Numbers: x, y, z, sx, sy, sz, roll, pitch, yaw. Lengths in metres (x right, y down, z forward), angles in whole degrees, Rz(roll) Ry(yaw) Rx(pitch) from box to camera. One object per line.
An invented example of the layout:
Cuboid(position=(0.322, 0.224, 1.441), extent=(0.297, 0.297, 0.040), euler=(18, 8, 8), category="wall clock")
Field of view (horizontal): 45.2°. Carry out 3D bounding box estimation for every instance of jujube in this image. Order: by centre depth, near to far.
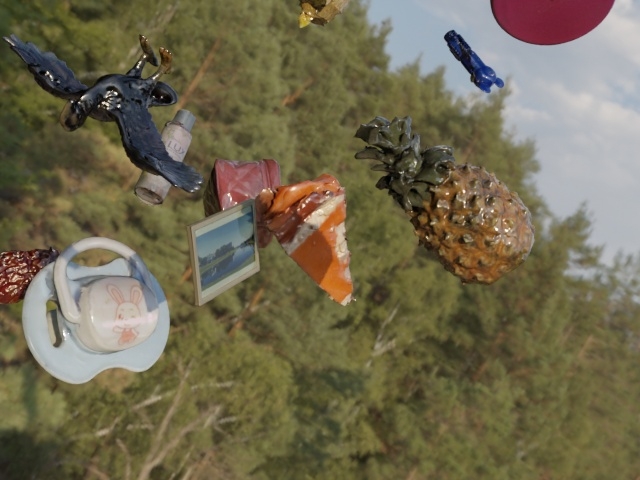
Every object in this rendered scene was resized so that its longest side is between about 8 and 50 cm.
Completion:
Cuboid(position=(-0.571, 0.070, 1.472), extent=(0.166, 0.104, 0.104), euler=(-9, 14, -13), category="jujube")

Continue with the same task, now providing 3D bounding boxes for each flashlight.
Cuboid(position=(0.235, -0.278, 1.206), extent=(0.121, 0.057, 0.035), euler=(53, -37, 13), category="flashlight")

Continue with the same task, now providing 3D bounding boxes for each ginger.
Cuboid(position=(0.015, -0.497, 1.477), extent=(0.102, 0.216, 0.157), euler=(26, -6, 5), category="ginger")

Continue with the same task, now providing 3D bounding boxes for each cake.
Cuboid(position=(0.004, 0.003, 1.198), extent=(0.098, 0.135, 0.287), euler=(36, -16, 38), category="cake")

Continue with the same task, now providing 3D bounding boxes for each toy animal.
Cuboid(position=(-0.162, -0.114, 0.617), extent=(0.220, 0.108, 0.062), euler=(36, -31, 15), category="toy animal")

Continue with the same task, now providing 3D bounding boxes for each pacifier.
Cuboid(position=(-0.403, 0.127, 1.307), extent=(0.226, 0.238, 0.287), euler=(-20, -7, 33), category="pacifier")

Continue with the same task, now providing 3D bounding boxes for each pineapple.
Cuboid(position=(0.112, -0.046, 0.735), extent=(0.197, 0.108, 0.108), euler=(43, 0, -9), category="pineapple")

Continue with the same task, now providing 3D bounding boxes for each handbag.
Cuboid(position=(-0.148, -0.067, 1.479), extent=(0.135, 0.146, 0.225), euler=(-3, -19, -16), category="handbag")

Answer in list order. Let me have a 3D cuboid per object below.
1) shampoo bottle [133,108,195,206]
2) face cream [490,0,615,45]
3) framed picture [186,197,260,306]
Cuboid(position=(-0.316, -0.177, 1.588), extent=(0.072, 0.214, 0.072), euler=(14, -27, 8), category="shampoo bottle")
Cuboid(position=(0.336, -0.412, 1.120), extent=(0.175, 0.195, 0.175), euler=(8, -36, 6), category="face cream")
Cuboid(position=(-0.127, 0.013, 1.034), extent=(0.011, 0.109, 0.149), euler=(7, 20, 27), category="framed picture")
